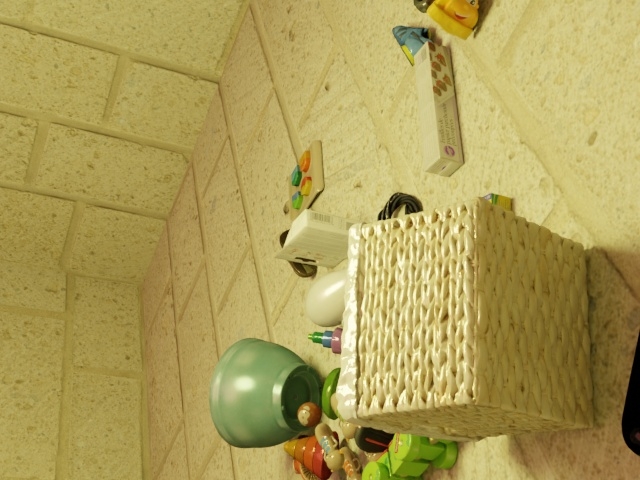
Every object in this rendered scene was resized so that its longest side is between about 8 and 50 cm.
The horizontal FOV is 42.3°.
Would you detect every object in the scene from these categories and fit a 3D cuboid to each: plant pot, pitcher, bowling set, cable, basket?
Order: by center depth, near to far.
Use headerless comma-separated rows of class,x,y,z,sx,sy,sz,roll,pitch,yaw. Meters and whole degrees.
basket,0.234,0.141,1.312,0.266,0.328,0.331,-15,64,46
bowling set,0.050,0.439,1.827,0.154,0.200,0.287,-121,44,-54
cable,0.182,-0.033,1.921,0.150,0.047,0.184,-35,48,58
pitcher,0.061,0.150,2.042,0.207,0.125,0.178,-43,56,37
plant pot,-0.119,0.405,2.162,0.196,0.293,0.293,-3,75,39

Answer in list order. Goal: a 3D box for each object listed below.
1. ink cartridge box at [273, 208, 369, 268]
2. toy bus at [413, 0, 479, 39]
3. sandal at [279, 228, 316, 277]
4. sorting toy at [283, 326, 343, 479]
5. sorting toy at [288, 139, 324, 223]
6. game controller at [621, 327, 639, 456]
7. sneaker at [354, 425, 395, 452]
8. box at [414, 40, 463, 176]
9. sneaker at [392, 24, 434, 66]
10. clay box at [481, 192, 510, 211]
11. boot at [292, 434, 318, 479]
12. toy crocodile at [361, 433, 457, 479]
ink cartridge box,0.000,0.000,2.154,0.225,0.181,0.056,140,137,-58
toy bus,0.309,-0.580,1.799,0.211,0.149,0.220,-41,43,31
sandal,-0.064,0.042,2.435,0.219,0.090,0.060,-116,21,-45
sorting toy,-0.013,0.388,2.012,0.127,0.126,0.365,24,-107,-69
sorting toy,-0.053,-0.180,2.540,0.208,0.038,0.193,-48,37,49
game controller,0.496,0.145,1.093,0.166,0.067,0.319,-169,90,-67
sneaker,0.171,0.299,1.723,0.314,0.116,0.136,-60,14,9
box,0.261,-0.297,1.844,0.067,0.063,0.324,133,142,-53
sneaker,0.231,-0.489,2.022,0.082,0.069,0.209,-33,27,11
clay box,0.309,0.034,1.590,0.127,0.053,0.222,-30,52,59
boot,-0.037,0.584,2.130,0.158,0.059,0.084,-109,33,-64
toy crocodile,0.171,0.433,1.647,0.340,0.115,0.105,-57,27,36
